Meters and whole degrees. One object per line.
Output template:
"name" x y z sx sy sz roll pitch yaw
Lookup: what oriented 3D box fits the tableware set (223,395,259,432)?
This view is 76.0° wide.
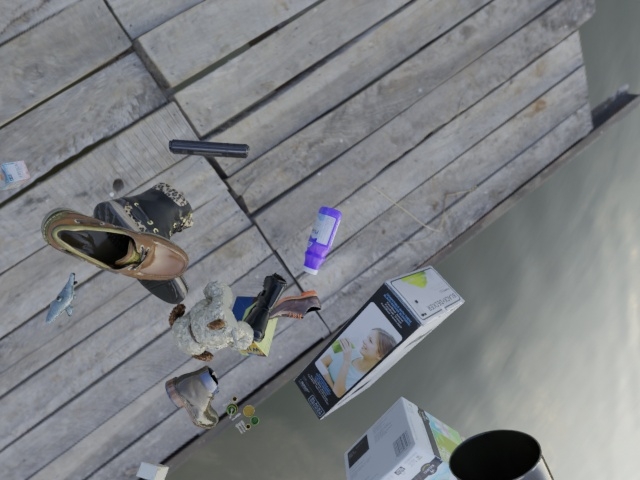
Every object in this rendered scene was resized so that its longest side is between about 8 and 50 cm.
"tableware set" -0.337 0.738 1.751 0.104 0.024 0.154 -33 85 -10

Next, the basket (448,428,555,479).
"basket" 0.393 0.516 0.795 0.154 0.204 0.227 -29 86 -34

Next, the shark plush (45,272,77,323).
"shark plush" -0.777 0.177 1.247 0.073 0.067 0.161 39 95 -2

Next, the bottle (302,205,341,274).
"bottle" 0.000 0.000 1.708 0.092 0.118 0.283 19 92 -18

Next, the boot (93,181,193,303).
"boot" -0.510 -0.007 1.338 0.138 0.284 0.377 -32 103 28

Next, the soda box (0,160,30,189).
"soda box" -0.982 -0.204 1.297 0.063 0.183 0.058 -28 105 -45

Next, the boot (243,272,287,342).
"boot" -0.206 0.240 1.534 0.094 0.246 0.207 28 101 -9

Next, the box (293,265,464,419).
"box" 0.099 0.179 0.723 0.169 0.087 0.290 -10 144 -49

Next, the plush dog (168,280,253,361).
"plush dog" -0.385 0.296 1.353 0.225 0.210 0.262 -28 92 15

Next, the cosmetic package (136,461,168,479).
"cosmetic package" -0.531 0.732 1.299 0.060 0.115 0.041 14 61 3

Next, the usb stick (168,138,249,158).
"usb stick" -0.395 -0.327 1.470 0.278 0.077 0.045 1 81 -13

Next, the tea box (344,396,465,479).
"tea box" 0.311 0.786 1.405 0.323 0.220 0.329 34 106 -14

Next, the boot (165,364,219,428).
"boot" -0.285 0.399 1.034 0.106 0.082 0.219 -28 131 -4

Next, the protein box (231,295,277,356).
"protein box" -0.309 0.388 1.848 0.136 0.200 0.201 -1 142 18

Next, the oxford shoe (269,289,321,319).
"oxford shoe" -0.117 0.303 1.804 0.271 0.098 0.097 -17 151 -26

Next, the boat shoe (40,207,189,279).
"boat shoe" -0.409 0.029 0.857 0.307 0.104 0.111 21 90 -42
